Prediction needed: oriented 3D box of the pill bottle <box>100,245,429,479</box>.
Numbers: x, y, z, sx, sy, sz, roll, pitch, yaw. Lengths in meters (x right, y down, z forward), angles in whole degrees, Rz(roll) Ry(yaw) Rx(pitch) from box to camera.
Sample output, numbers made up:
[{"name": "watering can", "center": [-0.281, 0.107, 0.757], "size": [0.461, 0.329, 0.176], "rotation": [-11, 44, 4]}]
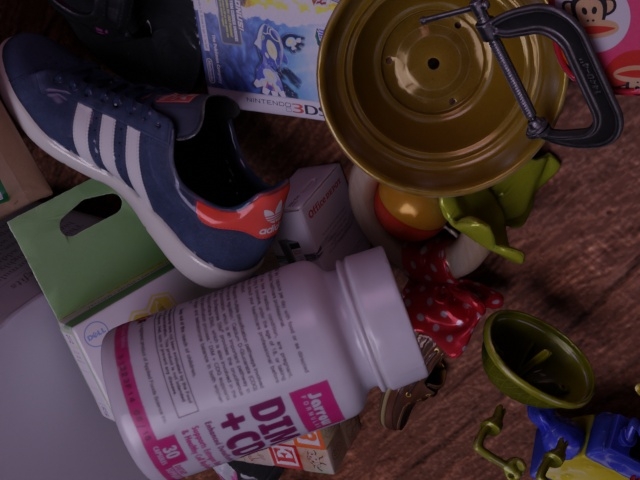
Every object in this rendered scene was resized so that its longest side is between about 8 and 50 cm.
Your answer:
[{"name": "pill bottle", "center": [-0.051, 0.114, 1.091], "size": [0.283, 0.160, 0.160], "rotation": [-20, 117, 3]}]

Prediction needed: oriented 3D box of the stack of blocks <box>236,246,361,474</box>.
[{"name": "stack of blocks", "center": [-0.075, 0.133, 1.355], "size": [0.171, 0.087, 0.297], "rotation": [3, 125, 28]}]

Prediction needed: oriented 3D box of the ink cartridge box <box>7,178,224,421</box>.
[{"name": "ink cartridge box", "center": [-0.196, 0.049, 1.189], "size": [0.056, 0.171, 0.235], "rotation": [9, 126, 58]}]

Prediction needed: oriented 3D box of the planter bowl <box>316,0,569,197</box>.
[{"name": "planter bowl", "center": [0.105, -0.153, 1.012], "size": [0.217, 0.090, 0.217], "rotation": [0, 105, 0]}]

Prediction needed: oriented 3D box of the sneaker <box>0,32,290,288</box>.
[{"name": "sneaker", "center": [-0.169, -0.117, 1.126], "size": [0.350, 0.131, 0.148], "rotation": [40, 128, 6]}]

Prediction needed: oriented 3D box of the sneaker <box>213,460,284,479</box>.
[{"name": "sneaker", "center": [-0.126, 0.268, 1.507], "size": [0.178, 0.077, 0.072], "rotation": [31, 113, -21]}]

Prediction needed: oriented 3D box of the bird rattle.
[{"name": "bird rattle", "center": [0.120, -0.019, 1.141], "size": [0.207, 0.143, 0.253], "rotation": [42, 147, 11]}]

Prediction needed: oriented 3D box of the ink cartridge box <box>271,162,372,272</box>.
[{"name": "ink cartridge box", "center": [0.000, 0.000, 1.204], "size": [0.056, 0.099, 0.135], "rotation": [-4, 120, 34]}]

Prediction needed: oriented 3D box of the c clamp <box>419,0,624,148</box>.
[{"name": "c clamp", "center": [0.174, -0.137, 0.933], "size": [0.137, 0.022, 0.160], "rotation": [-10, 122, 49]}]

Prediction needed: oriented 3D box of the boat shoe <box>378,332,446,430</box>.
[{"name": "boat shoe", "center": [0.110, 0.157, 1.287], "size": [0.060, 0.064, 0.178], "rotation": [25, 130, 13]}]

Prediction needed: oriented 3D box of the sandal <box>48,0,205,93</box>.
[{"name": "sandal", "center": [-0.248, -0.320, 1.091], "size": [0.168, 0.107, 0.445], "rotation": [-3, 124, 33]}]

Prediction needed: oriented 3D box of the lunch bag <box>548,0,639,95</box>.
[{"name": "lunch bag", "center": [0.319, -0.205, 0.856], "size": [0.293, 0.120, 0.258], "rotation": [6, 126, 26]}]

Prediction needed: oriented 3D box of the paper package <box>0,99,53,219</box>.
[{"name": "paper package", "center": [-0.453, -0.173, 1.187], "size": [0.309, 0.168, 0.324], "rotation": [34, 151, 61]}]

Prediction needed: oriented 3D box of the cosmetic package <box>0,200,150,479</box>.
[{"name": "cosmetic package", "center": [-0.413, 0.161, 1.352], "size": [0.394, 0.329, 0.327], "rotation": [14, 130, 38]}]

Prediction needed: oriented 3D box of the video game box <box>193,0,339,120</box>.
[{"name": "video game box", "center": [-0.032, -0.216, 1.095], "size": [0.187, 0.048, 0.205], "rotation": [8, 128, 21]}]

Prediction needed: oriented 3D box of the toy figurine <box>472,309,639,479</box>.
[{"name": "toy figurine", "center": [0.268, 0.236, 1.172], "size": [0.363, 0.191, 0.217], "rotation": [25, 150, -11]}]
